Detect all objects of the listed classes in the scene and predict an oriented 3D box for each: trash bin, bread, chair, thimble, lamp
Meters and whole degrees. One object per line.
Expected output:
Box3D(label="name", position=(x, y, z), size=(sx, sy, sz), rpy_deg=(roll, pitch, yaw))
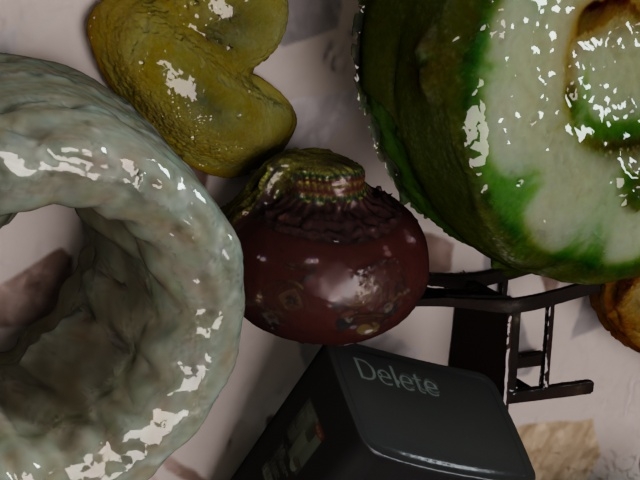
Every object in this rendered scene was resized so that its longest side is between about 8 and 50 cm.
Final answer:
Box3D(label="trash bin", position=(0.022, 0.198, 1.466), size=(0.165, 0.115, 0.225), rpy_deg=(15, 128, -34))
Box3D(label="bread", position=(-0.064, -0.127, 1.360), size=(0.149, 0.065, 0.188), rpy_deg=(-47, 122, -11))
Box3D(label="bread", position=(0.190, -0.163, 1.389), size=(0.366, 0.129, 0.382), rpy_deg=(-22, 108, -36))
Box3D(label="chair", position=(0.110, 0.076, 1.526), size=(0.212, 0.084, 0.101), rpy_deg=(-6, 108, -27))
Box3D(label="thimble", position=(-0.206, 0.024, 1.260), size=(0.291, 0.195, 0.291), rpy_deg=(-12, 115, -26))
Box3D(label="lamp", position=(0.002, 0.002, 1.388), size=(0.157, 0.156, 0.135), rpy_deg=(-2, 111, -29))

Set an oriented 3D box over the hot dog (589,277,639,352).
Box3D(label="hot dog", position=(0.325, 0.032, 1.613), size=(0.259, 0.114, 0.175), rpy_deg=(39, 83, -35))
